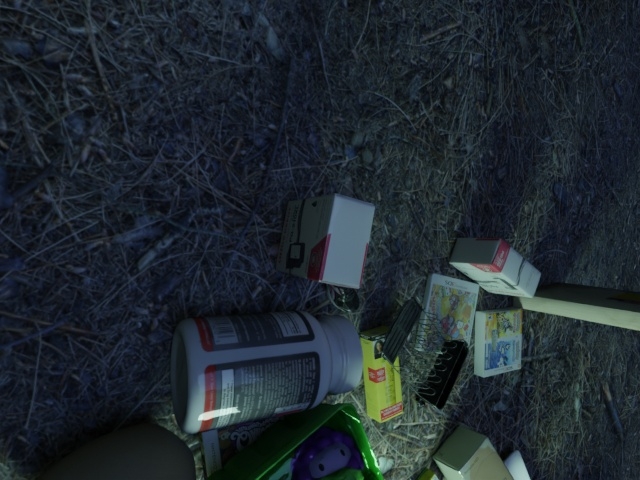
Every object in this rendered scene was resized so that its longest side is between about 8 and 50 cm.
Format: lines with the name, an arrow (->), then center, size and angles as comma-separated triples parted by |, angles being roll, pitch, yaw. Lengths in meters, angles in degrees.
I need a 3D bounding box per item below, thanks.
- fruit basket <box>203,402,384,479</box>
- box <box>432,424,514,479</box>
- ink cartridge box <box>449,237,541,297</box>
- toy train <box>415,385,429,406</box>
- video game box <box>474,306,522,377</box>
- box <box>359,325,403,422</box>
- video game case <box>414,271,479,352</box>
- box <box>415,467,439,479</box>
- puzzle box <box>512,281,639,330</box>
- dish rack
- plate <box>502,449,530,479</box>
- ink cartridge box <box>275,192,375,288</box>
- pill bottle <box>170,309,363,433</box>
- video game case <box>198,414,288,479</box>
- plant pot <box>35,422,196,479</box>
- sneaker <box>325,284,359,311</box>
fruit basket -> -0.013, 0.524, 0.759 | 0.392, 0.392, 0.283 | -28, 105, -26
box -> 0.487, 0.731, 1.213 | 0.148, 0.121, 0.311 | -37, 98, -23
ink cartridge box -> 0.520, 0.081, 1.218 | 0.217, 0.158, 0.092 | 31, 75, -26
toy train -> 0.336, 0.426, 1.203 | 0.158, 0.027, 0.036 | -35, 97, -23
video game box -> 0.579, 0.326, 1.325 | 0.187, 0.048, 0.205 | -1, 92, -32
box -> 0.162, 0.351, 1.083 | 0.087, 0.058, 0.233 | -7, 96, -31
video game case -> 0.384, 0.225, 1.222 | 0.206, 0.026, 0.227 | 14, 85, -29
box -> 0.284, 0.766, 1.175 | 0.179, 0.043, 0.105 | -40, 110, -25
puzzle box -> 0.864, 0.196, 1.274 | 0.272, 0.409, 0.052 | -5, 94, -28
dish rack -> 0.277, 0.292, 1.086 | 0.271, 0.074, 0.208 | 50, 60, -27
plate -> 0.598, 0.879, 1.336 | 0.277, 0.045, 0.278 | -24, 94, -26
ink cartridge box -> 0.000, 0.000, 0.880 | 0.100, 0.237, 0.172 | 13, 86, -26
pill bottle -> -0.106, 0.254, 0.843 | 0.362, 0.210, 0.210 | 2, 91, -29
video game case -> -0.149, 0.468, 0.922 | 0.232, 0.041, 0.210 | -8, 96, -29
plant pot -> -0.332, 0.444, 0.715 | 0.284, 0.284, 0.191 | 59, 32, -17
sneaker -> 0.049, 0.106, 1.001 | 0.072, 0.077, 0.178 | -40, 111, -21
